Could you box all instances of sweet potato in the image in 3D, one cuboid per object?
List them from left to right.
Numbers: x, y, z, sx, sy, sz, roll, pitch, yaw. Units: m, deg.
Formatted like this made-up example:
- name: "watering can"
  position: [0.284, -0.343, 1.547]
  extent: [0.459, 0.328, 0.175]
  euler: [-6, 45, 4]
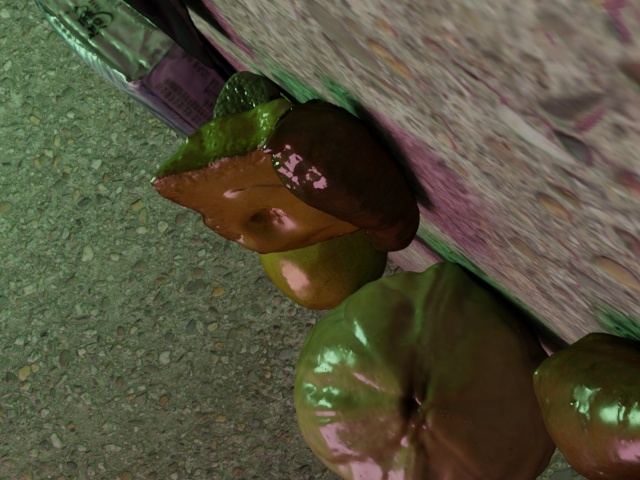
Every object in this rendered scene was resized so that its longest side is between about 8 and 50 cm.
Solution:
- name: "sweet potato"
  position: [0.036, -0.039, 0.576]
  extent: [0.075, 0.075, 0.273]
  euler: [41, -176, 25]
- name: "sweet potato"
  position: [0.202, 0.117, 0.503]
  extent: [0.106, 0.095, 0.354]
  euler: [12, 170, 18]

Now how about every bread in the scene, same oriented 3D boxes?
- name: "bread"
  position: [-0.038, -0.055, 0.674]
  extent: [0.233, 0.161, 0.088]
  euler: [46, -142, -59]

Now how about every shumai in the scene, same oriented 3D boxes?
- name: "shumai"
  position: [-0.060, -0.123, 0.732]
  extent: [0.083, 0.082, 0.080]
  euler: [65, -168, 22]

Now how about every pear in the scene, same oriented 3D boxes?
- name: "pear"
  position: [0.000, 0.000, 1.111]
  extent: [0.209, 0.209, 0.209]
  euler: [40, -179, -1]

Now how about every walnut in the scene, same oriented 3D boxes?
- name: "walnut"
  position: [0.143, 0.202, 0.961]
  extent: [0.381, 0.381, 0.381]
  euler: [40, -179, -1]

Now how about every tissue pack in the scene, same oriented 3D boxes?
- name: "tissue pack"
  position: [-0.192, -0.213, 0.986]
  extent: [0.259, 0.122, 0.361]
  euler: [39, 178, 29]

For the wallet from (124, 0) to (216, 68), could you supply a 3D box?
- name: "wallet"
  position: [-0.210, -0.265, 0.547]
  extent: [0.247, 0.041, 0.323]
  euler: [39, 175, 15]
